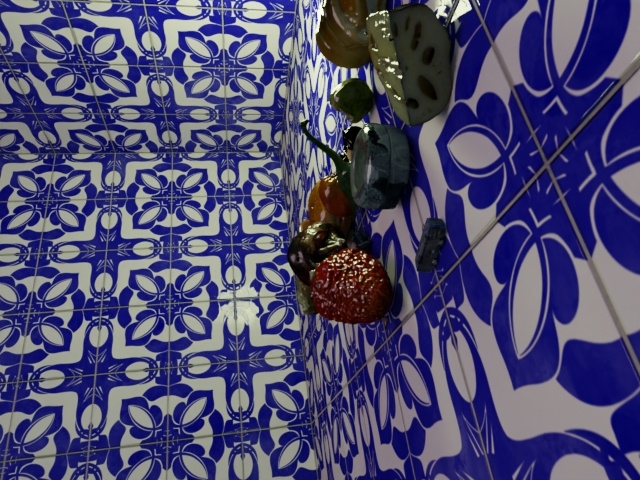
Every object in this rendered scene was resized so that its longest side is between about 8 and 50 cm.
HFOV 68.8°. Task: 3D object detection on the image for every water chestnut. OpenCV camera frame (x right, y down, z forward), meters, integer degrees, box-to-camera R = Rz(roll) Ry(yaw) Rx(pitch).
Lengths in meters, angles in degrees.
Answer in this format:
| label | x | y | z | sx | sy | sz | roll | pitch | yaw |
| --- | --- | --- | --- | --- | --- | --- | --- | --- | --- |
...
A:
| label | x | y | z | sx | sy | sz | roll | pitch | yaw |
| --- | --- | --- | --- | --- | --- | --- | --- | --- | --- |
| water chestnut | 0.010 | 0.063 | 1.876 | 0.289 | 0.244 | 0.289 | 3 | -90 | -70 |

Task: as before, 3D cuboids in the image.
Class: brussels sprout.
| label | x | y | z | sx | sy | sz | roll | pitch | yaw |
| --- | --- | --- | --- | --- | --- | --- | --- | --- | --- |
| brussels sprout | 0.121 | -0.508 | 1.688 | 0.131 | 0.145 | 0.183 | 55 | -162 | 24 |

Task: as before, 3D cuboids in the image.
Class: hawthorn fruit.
| label | x | y | z | sx | sy | sz | roll | pitch | yaw |
| --- | --- | --- | --- | --- | --- | --- | --- | --- | --- |
| hawthorn fruit | 0.084 | -0.187 | 1.873 | 0.189 | 0.189 | 0.189 | 177 | 90 | -79 |

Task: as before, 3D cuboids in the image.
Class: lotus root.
| label | x | y | z | sx | sy | sz | roll | pitch | yaw |
| --- | --- | --- | --- | --- | --- | --- | --- | --- | --- |
| lotus root | 0.223 | -0.455 | 1.185 | 0.260 | 0.149 | 0.267 | -107 | 0 | -64 |

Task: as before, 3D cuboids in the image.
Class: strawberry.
| label | x | y | z | sx | sy | sz | roll | pitch | yaw |
| --- | --- | --- | --- | --- | --- | --- | --- | --- | --- |
| strawberry | 0.123 | 0.186 | 1.603 | 0.343 | 0.292 | 0.292 | 40 | 133 | 55 |

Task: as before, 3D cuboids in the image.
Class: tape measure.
| label | x | y | z | sx | sy | sz | roll | pitch | yaw |
| --- | --- | --- | --- | --- | --- | --- | --- | --- | --- |
| tape measure | 0.181 | -0.228 | 1.434 | 0.275 | 0.147 | 0.256 | -99 | 14 | -46 |

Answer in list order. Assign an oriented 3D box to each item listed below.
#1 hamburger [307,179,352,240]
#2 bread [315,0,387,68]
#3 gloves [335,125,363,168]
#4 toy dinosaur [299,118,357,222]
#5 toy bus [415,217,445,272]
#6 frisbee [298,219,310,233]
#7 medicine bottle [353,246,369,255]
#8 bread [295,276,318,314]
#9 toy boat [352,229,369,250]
| label | x | y | z | sx | sy | sz | roll | pitch | yaw |
| --- | --- | --- | --- | --- | --- | --- | --- | --- | --- |
| hamburger | 0.036 | -0.116 | 2.104 | 0.314 | 0.170 | 0.290 | 100 | 163 | -48 |
| bread | 0.090 | -0.759 | 1.609 | 0.341 | 0.210 | 0.301 | -174 | 84 | -79 |
| gloves | 0.118 | -0.326 | 1.767 | 0.164 | 0.124 | 0.203 | 76 | -168 | -85 |
| toy dinosaur | 0.054 | -0.222 | 1.664 | 0.087 | 0.300 | 0.447 | -108 | 20 | -46 |
| toy bus | 0.284 | 0.013 | 1.215 | 0.061 | 0.051 | 0.153 | -87 | 2 | -50 |
| frisbee | 0.000 | 0.000 | 2.216 | 0.021 | 0.250 | 0.251 | -44 | 41 | 32 |
| medicine bottle | 0.150 | 0.180 | 1.849 | 0.111 | 0.076 | 0.309 | -77 | -12 | -70 |
| bread | 0.024 | 0.205 | 2.082 | 0.196 | 0.252 | 0.239 | -164 | 67 | -74 |
| toy boat | 0.155 | -0.009 | 1.814 | 0.137 | 0.060 | 0.061 | -108 | -1 | -71 |
